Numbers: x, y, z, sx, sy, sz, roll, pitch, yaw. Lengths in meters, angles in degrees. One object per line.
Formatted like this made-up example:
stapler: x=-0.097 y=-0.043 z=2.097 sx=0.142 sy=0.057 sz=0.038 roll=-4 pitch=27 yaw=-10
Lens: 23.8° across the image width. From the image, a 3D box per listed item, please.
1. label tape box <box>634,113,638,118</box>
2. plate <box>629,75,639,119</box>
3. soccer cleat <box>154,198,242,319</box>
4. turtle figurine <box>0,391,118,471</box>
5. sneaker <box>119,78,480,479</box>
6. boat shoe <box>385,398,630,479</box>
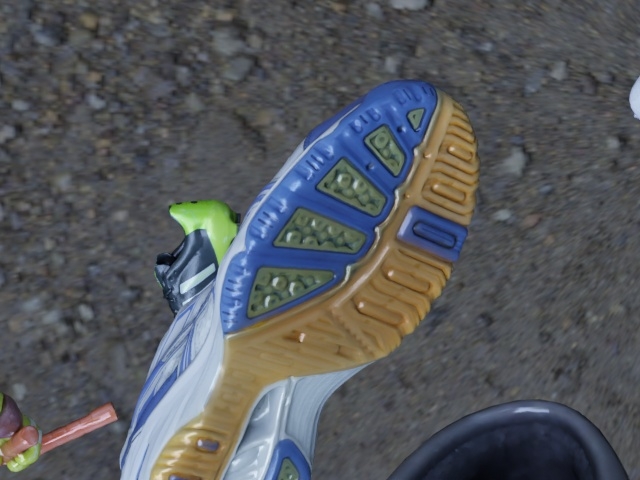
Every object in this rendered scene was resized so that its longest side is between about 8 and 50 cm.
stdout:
label tape box: x=0.507 y=-0.187 z=1.456 sx=0.348 sy=0.115 sz=0.249 roll=20 pitch=94 yaw=37
plate: x=0.379 y=-0.102 z=0.940 sx=0.278 sy=0.045 sz=0.277 roll=40 pitch=92 yaw=-8
soccer cleat: x=-0.114 y=0.047 z=1.353 sx=0.072 sy=0.060 sz=0.178 roll=5 pitch=108 yaw=-7
turtle figurine: x=-0.229 y=0.093 z=0.747 sx=0.270 sy=0.217 sz=0.087 roll=1 pitch=97 yaw=-12
sneaker: x=-0.030 y=0.037 z=0.802 sx=0.112 sy=0.131 sz=0.296 roll=28 pitch=99 yaw=-25
boat shoe: x=-0.008 y=0.125 z=0.276 sx=0.112 sy=0.335 sz=0.095 roll=11 pitch=109 yaw=20
